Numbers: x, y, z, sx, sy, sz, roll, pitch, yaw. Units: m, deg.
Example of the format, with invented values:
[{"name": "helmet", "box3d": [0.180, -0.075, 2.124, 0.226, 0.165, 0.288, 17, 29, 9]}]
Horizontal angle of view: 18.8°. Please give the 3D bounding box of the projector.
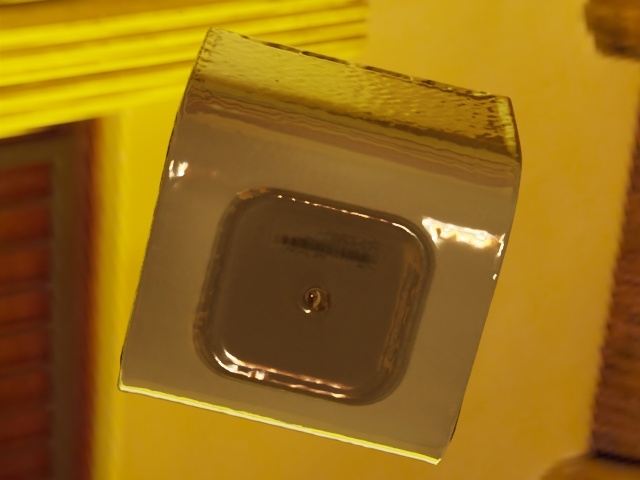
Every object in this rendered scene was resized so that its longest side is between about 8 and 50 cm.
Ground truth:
[{"name": "projector", "box3d": [0.000, 0.000, 0.482, 0.083, 0.082, 0.083, -84, -172, -71]}]
